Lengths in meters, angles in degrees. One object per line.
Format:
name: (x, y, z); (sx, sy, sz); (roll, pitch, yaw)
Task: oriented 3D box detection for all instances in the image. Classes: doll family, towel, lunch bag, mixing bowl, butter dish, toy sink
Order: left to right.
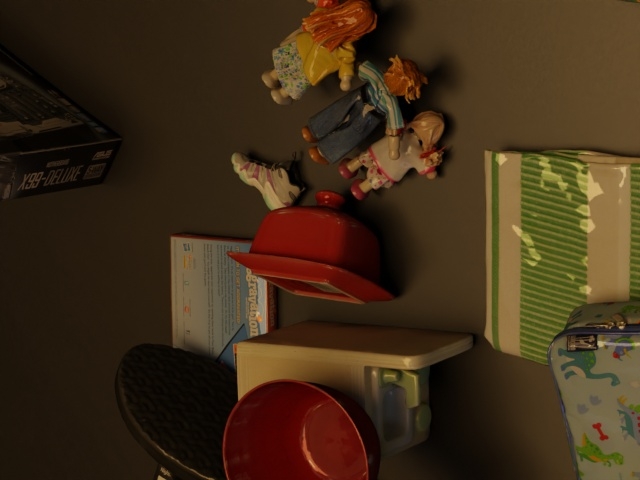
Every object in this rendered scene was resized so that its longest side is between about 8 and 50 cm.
mixing bowl: (-0.004, 0.228, 1.874); (0.181, 0.098, 0.181); (5, 100, 31)
butter dish: (0.000, 0.000, 2.004); (0.160, 0.160, 0.118); (8, 78, 31)
doll family: (0.036, -0.173, 1.953); (0.163, 0.118, 0.263); (-37, 78, 30)
toy sink: (0.043, 0.173, 1.984); (0.234, 0.153, 0.131); (2, 99, 30)
towel: (0.326, 0.025, 1.856); (0.325, 0.038, 0.247); (5, 102, 29)
lunch bag: (0.340, 0.170, 1.810); (0.176, 0.090, 0.219); (-2, 113, 28)

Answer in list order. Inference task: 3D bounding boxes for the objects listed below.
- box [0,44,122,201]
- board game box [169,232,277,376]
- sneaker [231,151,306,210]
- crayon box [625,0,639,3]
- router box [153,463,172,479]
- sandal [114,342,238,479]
box: (-0.440, -0.168, 2.177); (0.307, 0.242, 0.076); (38, 115, 22)
board game box: (-0.118, 0.135, 2.151); (0.145, 0.027, 0.281); (5, 100, 32)
sneaker: (-0.055, -0.085, 2.074); (0.098, 0.038, 0.069); (45, 116, 7)
crayon box: (0.378, -0.384, 1.681); (0.203, 0.083, 0.323); (23, 111, 58)
router box: (-0.140, 0.366, 2.189); (0.179, 0.046, 0.133); (27, 110, 25)
sandal: (-0.079, 0.292, 2.053); (0.446, 0.167, 0.107); (38, 128, 13)
